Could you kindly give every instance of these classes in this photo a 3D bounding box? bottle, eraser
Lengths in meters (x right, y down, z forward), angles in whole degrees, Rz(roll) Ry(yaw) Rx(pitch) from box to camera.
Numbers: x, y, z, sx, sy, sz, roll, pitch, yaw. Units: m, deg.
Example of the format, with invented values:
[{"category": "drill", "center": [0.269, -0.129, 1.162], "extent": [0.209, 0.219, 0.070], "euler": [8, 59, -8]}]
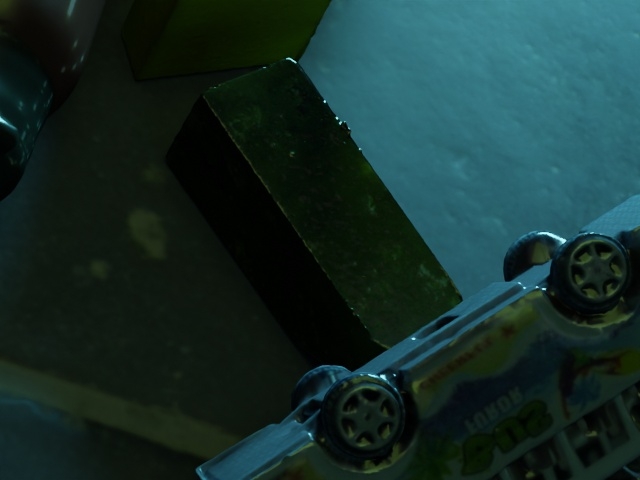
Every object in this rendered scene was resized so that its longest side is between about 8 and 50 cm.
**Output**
[{"category": "bottle", "center": [-0.199, -0.174, 1.244], "extent": [0.144, 0.144, 0.336], "euler": [20, 54, -11]}, {"category": "eraser", "center": [-0.060, -0.153, 1.322], "extent": [0.122, 0.097, 0.045], "euler": [-7, 63, -29]}]

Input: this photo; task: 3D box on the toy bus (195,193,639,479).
[{"category": "toy bus", "center": [0.097, 0.096, 1.154], "extent": [0.329, 0.109, 0.136], "euler": [-31, 97, -12]}]

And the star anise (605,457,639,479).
[{"category": "star anise", "center": [0.210, 0.175, 1.254], "extent": [0.180, 0.061, 0.204], "euler": [49, 56, 2]}]

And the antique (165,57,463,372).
[{"category": "antique", "center": [0.000, 0.000, 1.264], "extent": [0.081, 0.080, 0.221], "euler": [-25, 73, -32]}]
